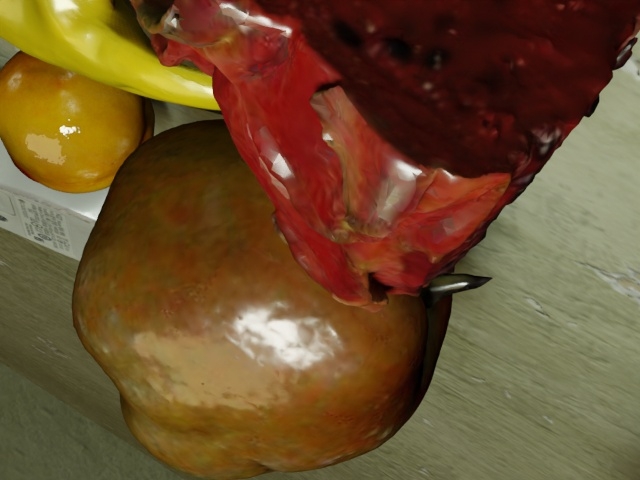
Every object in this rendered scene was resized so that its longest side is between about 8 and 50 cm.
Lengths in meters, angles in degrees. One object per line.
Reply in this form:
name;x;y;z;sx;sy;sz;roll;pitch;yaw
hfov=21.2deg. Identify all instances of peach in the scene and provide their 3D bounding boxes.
peach;-0.205;-0.103;1.441;0.138;0.138;0.138;32;163;11

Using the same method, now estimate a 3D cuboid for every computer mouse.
computer mouse;-0.279;-0.072;1.682;0.296;0.121;0.184;19;159;7

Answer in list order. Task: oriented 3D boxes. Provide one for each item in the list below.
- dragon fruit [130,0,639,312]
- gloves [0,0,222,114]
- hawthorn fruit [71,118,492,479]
dragon fruit;-0.039;-0.096;0.862;0.329;0.228;0.286;37;144;0
gloves;-0.152;-0.158;1.277;0.294;0.116;0.133;25;-170;4
hawthorn fruit;-0.022;0.037;1.245;0.300;0.268;0.268;-8;140;30
